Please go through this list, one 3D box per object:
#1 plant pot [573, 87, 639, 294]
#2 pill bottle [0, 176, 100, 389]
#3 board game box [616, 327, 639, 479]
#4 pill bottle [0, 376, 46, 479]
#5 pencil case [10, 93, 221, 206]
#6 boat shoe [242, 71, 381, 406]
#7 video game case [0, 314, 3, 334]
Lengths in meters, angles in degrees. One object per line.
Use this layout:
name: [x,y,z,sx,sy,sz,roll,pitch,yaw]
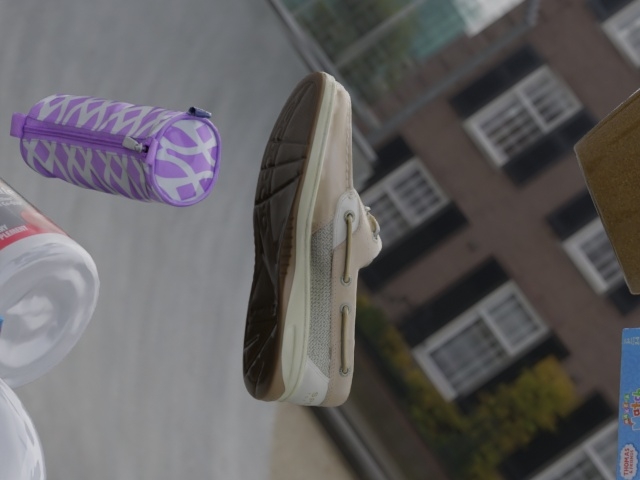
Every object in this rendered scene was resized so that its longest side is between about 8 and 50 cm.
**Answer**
plant pot: [0.320,-0.062,1.300,0.237,0.254,0.237,-21,90,-83]
pill bottle: [-0.386,-0.002,1.840,0.318,0.176,0.176,37,-10,31]
board game box: [0.326,0.194,1.753,0.211,0.039,0.160,47,45,-59]
pill bottle: [-0.282,0.230,0.967,0.210,0.210,0.363,54,-44,39]
pencil case: [-0.176,-0.080,1.578,0.088,0.086,0.206,2,6,-44]
boat shoe: [0.000,0.000,1.650,0.098,0.302,0.109,9,-7,-24]
video game case: [-0.356,0.144,1.653,0.015,0.119,0.166,43,-51,36]
